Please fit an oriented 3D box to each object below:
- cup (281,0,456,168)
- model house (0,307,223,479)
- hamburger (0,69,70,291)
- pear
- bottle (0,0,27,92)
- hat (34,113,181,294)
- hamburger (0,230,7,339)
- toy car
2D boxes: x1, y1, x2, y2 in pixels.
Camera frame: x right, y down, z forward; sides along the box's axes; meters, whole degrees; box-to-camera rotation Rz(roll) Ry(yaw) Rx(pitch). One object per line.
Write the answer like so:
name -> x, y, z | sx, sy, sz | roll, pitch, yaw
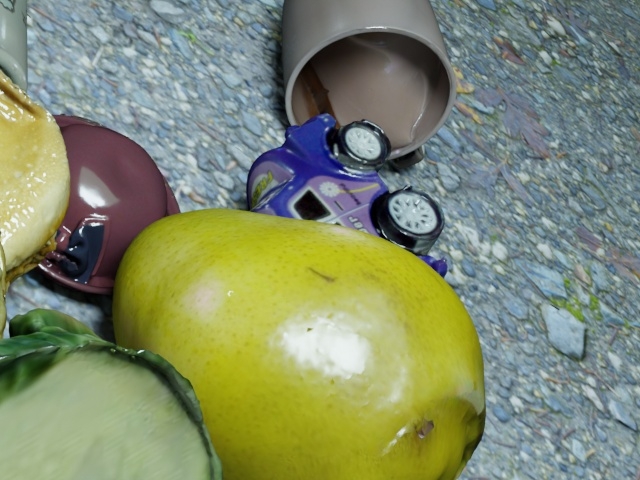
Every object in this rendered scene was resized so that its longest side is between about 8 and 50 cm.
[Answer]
cup -> 0.060, -0.206, 1.636 | 0.200, 0.191, 0.253 | -97, 161, -47
model house -> -0.240, 0.172, 0.793 | 0.266, 0.321, 0.261 | 15, 20, 32
hamburger -> -0.298, -0.049, 1.088 | 0.213, 0.108, 0.214 | 10, 66, -22
pear -> -0.026, 0.094, 1.121 | 0.336, 0.285, 0.285 | 50, 34, 9
bottle -> -0.323, -0.217, 1.277 | 0.110, 0.110, 0.233 | 22, 40, -31
hat -> -0.200, -0.044, 1.245 | 0.205, 0.089, 0.205 | 28, 38, -25
hamburger -> -0.308, 0.048, 0.952 | 0.130, 0.206, 0.183 | 61, 16, -62
toy car -> 0.000, 0.000, 1.358 | 0.158, 0.172, 0.235 | -15, 61, -37
